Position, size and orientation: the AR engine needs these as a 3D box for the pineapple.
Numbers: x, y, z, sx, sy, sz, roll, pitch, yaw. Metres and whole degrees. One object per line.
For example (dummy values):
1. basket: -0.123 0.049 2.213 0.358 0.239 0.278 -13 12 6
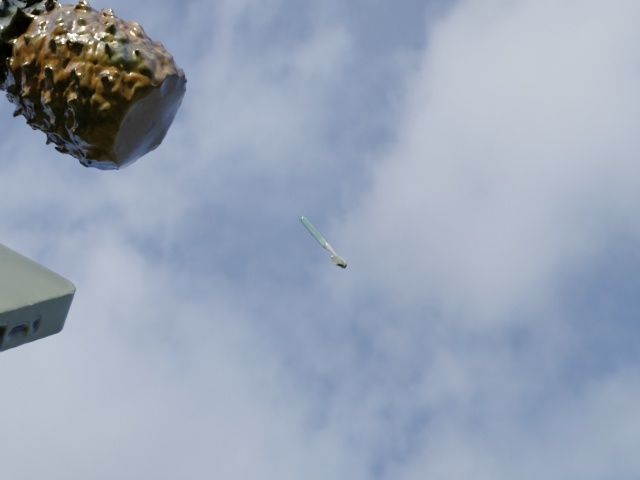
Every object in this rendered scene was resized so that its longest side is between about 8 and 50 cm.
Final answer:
1. pineapple: -0.282 -0.191 1.216 0.310 0.170 0.141 34 -66 13

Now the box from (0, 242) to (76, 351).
1. box: -0.546 0.040 1.673 0.373 0.367 0.090 27 -77 13

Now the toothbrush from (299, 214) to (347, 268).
1. toothbrush: 0.000 0.000 1.683 0.014 0.167 0.011 17 -74 -26
